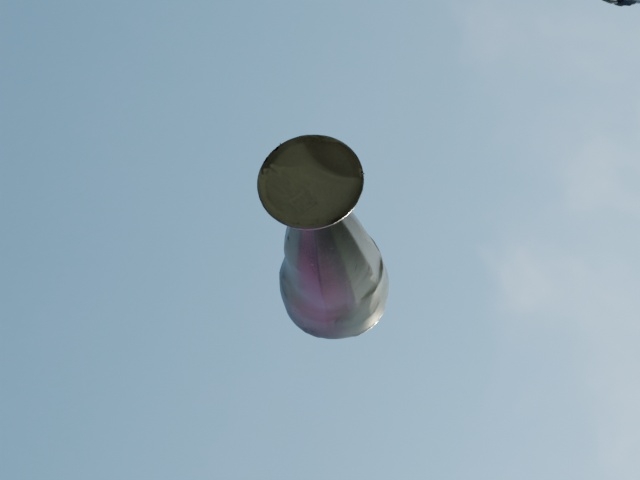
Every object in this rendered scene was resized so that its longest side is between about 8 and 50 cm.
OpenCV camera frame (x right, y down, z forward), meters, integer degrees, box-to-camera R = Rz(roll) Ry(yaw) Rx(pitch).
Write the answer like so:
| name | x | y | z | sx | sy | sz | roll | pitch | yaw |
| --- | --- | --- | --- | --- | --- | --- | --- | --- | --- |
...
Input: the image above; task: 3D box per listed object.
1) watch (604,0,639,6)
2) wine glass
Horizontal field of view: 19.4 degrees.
| name | x | y | z | sx | sy | sz | roll | pitch | yaw |
| --- | --- | --- | --- | --- | --- | --- | --- | --- | --- |
| watch | 0.280 | -0.267 | 1.645 | 0.193 | 0.206 | 0.068 | 27 | -107 | -49 |
| wine glass | 0.000 | 0.000 | 1.162 | 0.073 | 0.155 | 0.073 | -4 | -116 | 7 |
